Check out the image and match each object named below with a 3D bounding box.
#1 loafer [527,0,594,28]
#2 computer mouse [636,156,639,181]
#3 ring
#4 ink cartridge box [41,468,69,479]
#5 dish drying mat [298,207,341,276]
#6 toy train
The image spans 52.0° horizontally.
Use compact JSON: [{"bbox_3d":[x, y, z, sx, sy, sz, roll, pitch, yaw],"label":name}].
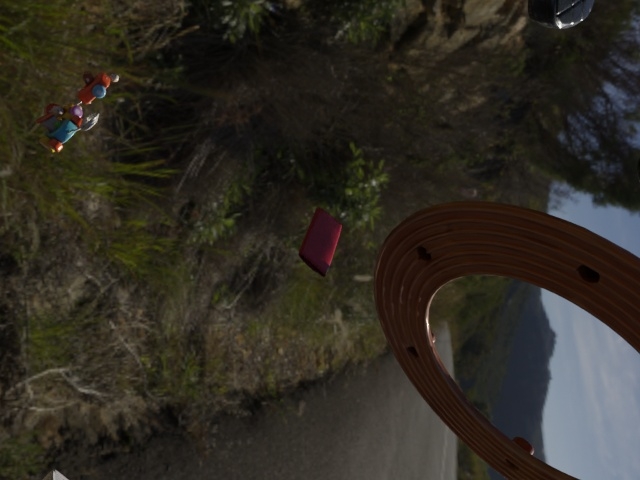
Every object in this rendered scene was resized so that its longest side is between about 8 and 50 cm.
[{"bbox_3d":[0.167,-0.199,0.465,0.170,0.061,0.062,-54,145,-40],"label":"loafer"},{"bbox_3d":[0.577,-0.064,1.020,0.041,0.242,0.071,-30,-149,60],"label":"computer mouse"},{"bbox_3d":[0.179,0.108,0.514,0.032,0.336,0.337,-41,134,-28],"label":"ring"},{"bbox_3d":[-0.389,0.541,1.108,0.273,0.115,0.198,48,-15,-18],"label":"ink cartridge box"},{"bbox_3d":[0.000,0.000,0.591,0.032,0.008,0.083,43,31,-15],"label":"dish drying mat"},{"bbox_3d":[-0.359,-0.196,0.951,0.046,0.125,0.166,48,16,-31],"label":"toy train"}]
